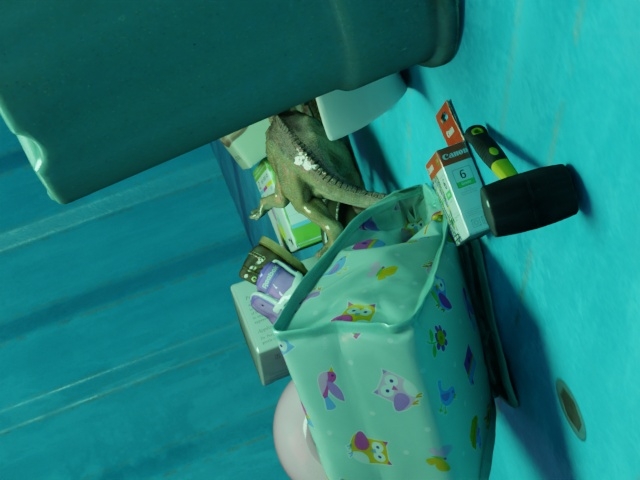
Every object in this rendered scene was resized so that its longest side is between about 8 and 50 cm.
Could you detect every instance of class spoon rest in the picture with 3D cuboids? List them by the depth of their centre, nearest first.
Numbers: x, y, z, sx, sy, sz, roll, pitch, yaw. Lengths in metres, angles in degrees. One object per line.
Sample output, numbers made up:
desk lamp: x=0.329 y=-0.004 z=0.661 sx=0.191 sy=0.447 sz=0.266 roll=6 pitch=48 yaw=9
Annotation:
spoon rest: x=0.035 y=-0.169 z=1.316 sx=0.276 sy=0.084 sz=0.137 roll=-92 pitch=-13 yaw=-67

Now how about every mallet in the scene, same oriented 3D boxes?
mallet: x=0.122 y=-0.048 z=0.975 sx=0.190 sy=0.062 sz=0.039 roll=-127 pitch=20 yaw=-68

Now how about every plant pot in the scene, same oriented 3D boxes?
plant pot: x=-0.120 y=-0.213 z=1.075 sx=0.341 sy=0.334 sz=0.341 roll=60 pitch=174 yaw=10

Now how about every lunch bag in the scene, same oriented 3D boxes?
lunch bag: x=0.084 y=0.096 z=1.255 sx=0.262 sy=0.160 sz=0.223 roll=-58 pitch=-44 yaw=-55

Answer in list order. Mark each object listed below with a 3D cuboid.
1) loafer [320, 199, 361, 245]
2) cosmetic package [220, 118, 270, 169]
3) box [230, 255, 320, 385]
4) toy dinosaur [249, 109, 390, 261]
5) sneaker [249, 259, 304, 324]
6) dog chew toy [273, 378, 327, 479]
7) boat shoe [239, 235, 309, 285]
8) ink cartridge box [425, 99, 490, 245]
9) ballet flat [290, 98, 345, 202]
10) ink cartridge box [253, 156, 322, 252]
loafer: x=0.071 y=0.034 z=1.598 sx=0.078 sy=0.080 sz=0.220 roll=-36 pitch=72 yaw=50
cosmetic package: x=-0.139 y=-0.245 z=1.779 sx=0.296 sy=0.129 sz=0.153 roll=51 pitch=175 yaw=-5
box: x=-0.029 y=0.117 z=2.078 sx=0.182 sy=0.181 sz=0.119 roll=87 pitch=162 yaw=-69
toy dinosaur: x=-0.025 y=-0.105 z=1.521 sx=0.295 sy=0.127 sz=0.200 roll=38 pitch=156 yaw=54
sneaker: x=-0.005 y=0.093 z=1.736 sx=0.161 sy=0.102 sz=0.282 roll=40 pitch=161 yaw=-19
dog chew toy: x=0.042 y=0.265 z=1.942 sx=0.332 sy=0.206 sz=0.206 roll=65 pitch=-176 yaw=-84
boat shoe: x=-0.025 y=0.078 z=1.912 sx=0.207 sy=0.073 sz=0.073 roll=36 pitch=168 yaw=-20
ink cartridge box: x=0.112 y=-0.056 z=1.159 sx=0.063 sy=0.029 sz=0.115 roll=116 pitch=133 yaw=-81
ballet flat: x=0.009 y=-0.120 z=1.696 sx=0.084 sy=0.058 sz=0.250 roll=3 pitch=122 yaw=54
ink cartridge box: x=0.000 y=0.000 z=1.886 sx=0.189 sy=0.097 sz=0.255 roll=151 pitch=99 yaw=-82
